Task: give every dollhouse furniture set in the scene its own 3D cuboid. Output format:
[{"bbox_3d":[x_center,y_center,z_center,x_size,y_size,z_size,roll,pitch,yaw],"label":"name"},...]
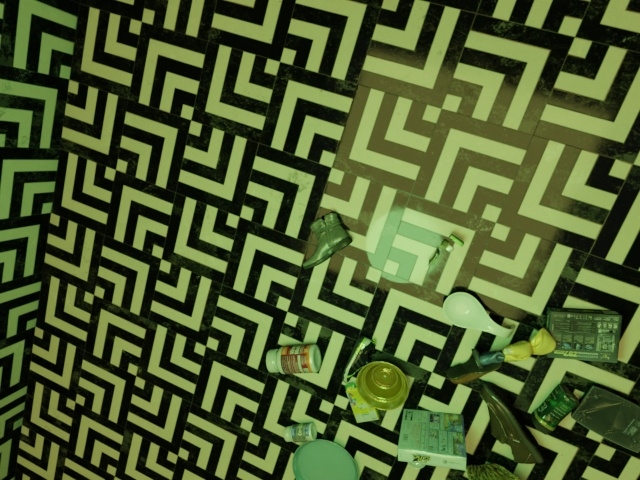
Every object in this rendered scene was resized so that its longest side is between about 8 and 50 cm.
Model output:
[{"bbox_3d":[0.478,0.049,1.625,0.058,0.076,0.151,37,107,7],"label":"dollhouse furniture set"}]

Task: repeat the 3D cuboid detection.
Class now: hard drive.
[{"bbox_3d":[1.088,0.652,1.573,0.255,0.054,0.172,27,106,10],"label":"hard drive"}]

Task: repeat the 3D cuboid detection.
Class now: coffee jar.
[{"bbox_3d":[0.882,0.642,1.608,0.079,0.096,0.184,33,107,7],"label":"coffee jar"}]

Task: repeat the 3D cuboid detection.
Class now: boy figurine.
[{"bbox_3d":[0.712,0.403,1.566,0.285,0.177,0.092,-25,66,20],"label":"boy figurine"}]

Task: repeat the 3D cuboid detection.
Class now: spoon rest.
[{"bbox_3d":[0.607,0.295,1.630,0.276,0.084,0.137,25,106,9],"label":"spoon rest"}]

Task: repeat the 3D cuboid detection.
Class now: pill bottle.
[{"bbox_3d":[-0.118,0.522,1.860,0.221,0.121,0.121,-8,98,17],"label":"pill bottle"},{"bbox_3d":[-0.093,0.880,1.942,0.137,0.078,0.078,-14,96,17],"label":"pill bottle"}]

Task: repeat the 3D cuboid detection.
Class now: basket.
[{"bbox_3d":[0.720,1.042,1.669,0.223,0.213,0.299,-14,95,15],"label":"basket"}]

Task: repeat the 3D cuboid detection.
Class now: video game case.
[{"bbox_3d":[0.440,0.773,1.668,0.244,0.269,0.061,-1,101,17],"label":"video game case"}]

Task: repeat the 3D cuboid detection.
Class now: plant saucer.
[{"bbox_3d":[0.025,1.053,1.960,0.318,0.044,0.317,3,102,16],"label":"plant saucer"}]

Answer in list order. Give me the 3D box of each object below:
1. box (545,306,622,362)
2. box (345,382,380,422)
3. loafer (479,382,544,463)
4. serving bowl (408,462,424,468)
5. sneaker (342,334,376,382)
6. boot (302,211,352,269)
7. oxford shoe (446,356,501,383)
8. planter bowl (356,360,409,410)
[{"bbox_3d":[0.954,0.343,1.551,0.233,0.059,0.183,0,100,15],"label":"box"},{"bbox_3d":[0.180,0.697,1.849,0.105,0.043,0.179,-17,97,19],"label":"box"},{"bbox_3d":[0.719,0.728,1.651,0.130,0.134,0.366,-34,90,19],"label":"loafer"},{"bbox_3d":[0.415,0.940,1.834,0.083,0.027,0.083,3,100,15],"label":"serving bowl"},{"bbox_3d":[0.167,0.515,1.797,0.097,0.084,0.234,24,106,9],"label":"sneaker"},{"bbox_3d":[0.000,0.000,1.762,0.246,0.083,0.161,-35,82,13],"label":"boot"},{"bbox_3d":[0.615,0.517,1.688,0.212,0.076,0.076,-21,124,16],"label":"oxford shoe"},{"bbox_3d":[0.264,0.589,1.779,0.217,0.090,0.217,3,102,16],"label":"planter bowl"}]
